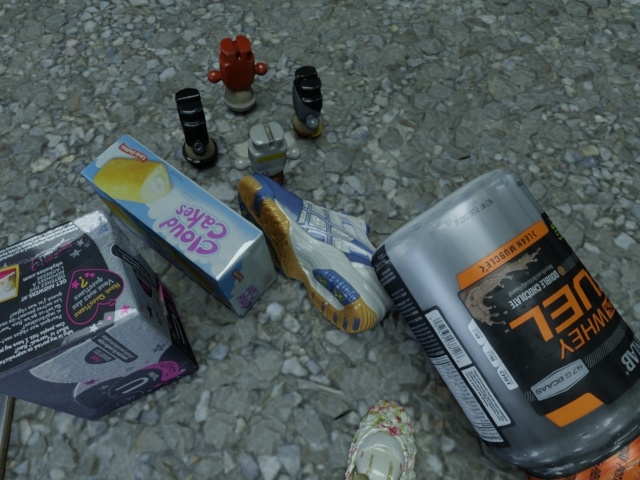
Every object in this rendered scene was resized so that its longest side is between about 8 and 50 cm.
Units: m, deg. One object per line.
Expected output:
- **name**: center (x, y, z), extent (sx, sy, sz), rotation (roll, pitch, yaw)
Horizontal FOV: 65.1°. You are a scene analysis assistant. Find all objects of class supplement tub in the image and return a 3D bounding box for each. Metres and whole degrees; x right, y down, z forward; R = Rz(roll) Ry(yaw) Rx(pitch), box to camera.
- **supplement tub**: center (0.228, 0.105, 0.587), extent (0.207, 0.207, 0.338), rotation (-31, 81, -14)

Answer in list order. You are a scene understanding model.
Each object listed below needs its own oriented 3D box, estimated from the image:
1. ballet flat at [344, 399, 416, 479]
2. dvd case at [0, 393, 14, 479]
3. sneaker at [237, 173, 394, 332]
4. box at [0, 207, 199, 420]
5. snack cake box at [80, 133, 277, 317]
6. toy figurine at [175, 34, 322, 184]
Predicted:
- **ballet flat**: center (0.060, 0.302, 0.584), extent (0.091, 0.077, 0.241), rotation (15, 63, 11)
- **dvd case**: center (-0.494, 0.246, 0.661), extent (0.164, 0.018, 0.221), rotation (-7, 62, -3)
- **sneaker**: center (0.000, 0.000, 0.743), extent (0.131, 0.112, 0.296), rotation (-33, 69, -31)
- **box**: center (-0.265, 0.103, 0.600), extent (0.163, 0.247, 0.142), rotation (-24, 66, -11)
- **snack cake box**: center (-0.195, -0.018, 0.717), extent (0.264, 0.152, 0.089), rotation (34, 69, 18)
- **toy figurine**: center (-0.111, -0.198, 0.821), extent (0.209, 0.148, 0.213), rotation (24, 63, 7)
